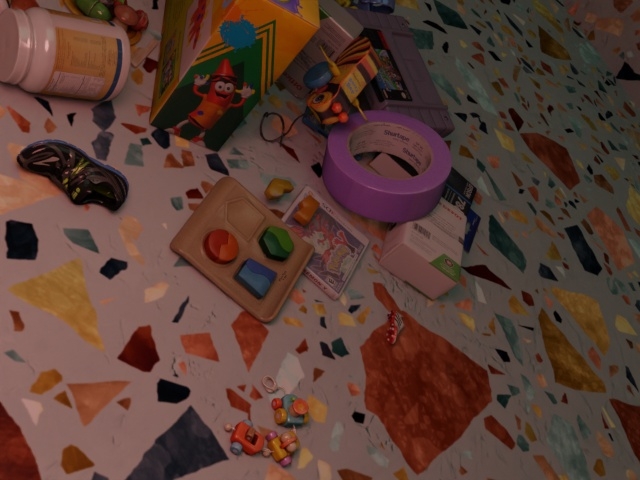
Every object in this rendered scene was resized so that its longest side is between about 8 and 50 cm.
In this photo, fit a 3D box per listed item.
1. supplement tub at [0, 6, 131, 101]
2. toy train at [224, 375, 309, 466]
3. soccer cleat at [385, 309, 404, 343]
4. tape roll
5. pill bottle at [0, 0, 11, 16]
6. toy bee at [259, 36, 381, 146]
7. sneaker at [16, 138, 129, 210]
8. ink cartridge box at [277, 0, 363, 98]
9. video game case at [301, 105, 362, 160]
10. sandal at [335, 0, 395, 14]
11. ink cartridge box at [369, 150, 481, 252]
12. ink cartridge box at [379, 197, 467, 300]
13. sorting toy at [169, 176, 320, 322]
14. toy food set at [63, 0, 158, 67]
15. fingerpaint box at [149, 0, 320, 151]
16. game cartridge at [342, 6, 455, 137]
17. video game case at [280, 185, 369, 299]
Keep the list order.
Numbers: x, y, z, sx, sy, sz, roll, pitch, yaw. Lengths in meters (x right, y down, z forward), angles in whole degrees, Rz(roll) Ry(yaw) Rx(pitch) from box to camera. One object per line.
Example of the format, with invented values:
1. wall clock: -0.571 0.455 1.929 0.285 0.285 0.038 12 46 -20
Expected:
1. supplement tub: -0.449 -0.324 1.392 0.199 0.144 0.144 0 58 -42
2. toy train: -0.076 0.293 1.301 0.125 0.046 0.166 41 40 -9
3. soccer cleat: 0.153 0.177 1.615 0.035 0.029 0.083 26 40 -18
4. tape roll: 0.144 -0.167 1.752 0.274 0.090 0.275 6 46 -6
5. pill bottle: -0.597 -0.471 1.401 0.117 0.117 0.215 17 48 -31
6. toy bee: 0.036 -0.298 1.677 0.195 0.298 0.162 26 4 -37
7. sneaker: -0.404 -0.105 1.315 0.188 0.067 0.078 25 38 -29
8. ink cartridge box: -0.028 -0.451 1.824 0.153 0.208 0.087 42 37 -8
9. video game case: 0.037 -0.271 1.885 0.166 0.015 0.119 34 42 -17
10. sandal: 0.088 -0.677 2.146 0.317 0.138 0.126 55 6 2
11. ink cartridge box: 0.279 -0.134 1.953 0.332 0.065 0.165 41 39 -10
12. ink cartridge box: 0.232 -0.003 1.780 0.160 0.092 0.219 35 41 -15
13. sorting toy: -0.115 -0.022 1.496 0.229 0.041 0.307 39 48 -10
14. toy food set: -0.409 -0.463 1.598 0.218 0.071 0.128 42 40 -7
15. fingerpaint box: -0.169 -0.465 1.582 0.163 0.371 0.445 21 46 -28
16. game cartridge: 0.184 -0.419 1.989 0.230 0.068 0.355 -2 64 -44
17. video game case: 0.000 0.000 1.625 0.183 0.023 0.201 41 40 -8
